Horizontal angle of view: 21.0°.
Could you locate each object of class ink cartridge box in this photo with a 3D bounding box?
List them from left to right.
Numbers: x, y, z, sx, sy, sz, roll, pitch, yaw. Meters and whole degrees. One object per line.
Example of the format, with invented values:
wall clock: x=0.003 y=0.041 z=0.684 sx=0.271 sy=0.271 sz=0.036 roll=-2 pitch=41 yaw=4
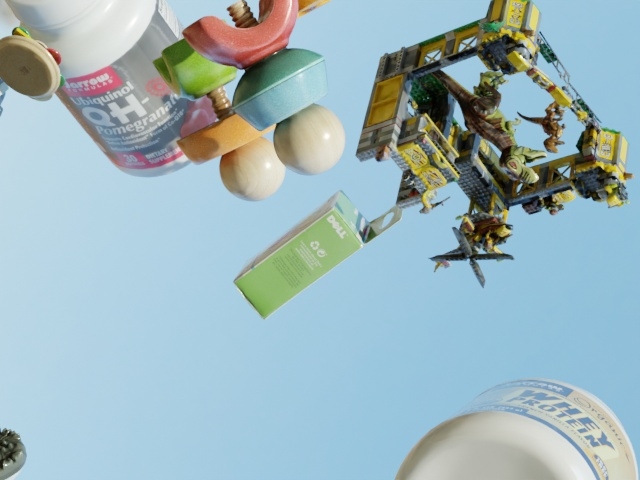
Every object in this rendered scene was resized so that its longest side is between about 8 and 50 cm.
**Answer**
ink cartridge box: x=0.000 y=0.000 z=2.071 sx=0.209 sy=0.062 sz=0.109 roll=-36 pitch=-173 yaw=13

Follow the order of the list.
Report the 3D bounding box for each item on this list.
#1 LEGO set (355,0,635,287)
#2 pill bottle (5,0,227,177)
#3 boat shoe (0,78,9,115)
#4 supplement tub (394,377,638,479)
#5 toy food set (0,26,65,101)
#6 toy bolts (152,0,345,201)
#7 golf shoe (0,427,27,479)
LEGO set: x=0.194 y=-0.090 z=1.928 sx=0.255 sy=0.331 sz=0.192 roll=-10 pitch=-136 yaw=27
pill bottle: x=-0.252 y=-0.232 z=2.081 sx=0.176 sy=0.318 sz=0.176 roll=-14 pitch=-128 yaw=18
boat shoe: x=-0.494 y=-0.024 z=1.970 sx=0.187 sy=0.156 sz=0.500 roll=-11 pitch=-145 yaw=32
supplement tub: x=0.223 y=0.274 z=1.892 sx=0.228 sy=0.228 sz=0.316 roll=-50 pitch=169 yaw=17
toy food set: x=-0.312 y=-0.187 z=1.848 sx=0.082 sy=0.083 sz=0.020 roll=-41 pitch=-166 yaw=45
toy bolts: x=-0.023 y=-0.136 z=1.491 sx=0.218 sy=0.158 sz=0.228 roll=-28 pitch=-176 yaw=-7
golf shoe: x=-0.432 y=0.293 z=1.887 sx=0.273 sy=0.120 sz=0.105 roll=-25 pitch=-149 yaw=7
